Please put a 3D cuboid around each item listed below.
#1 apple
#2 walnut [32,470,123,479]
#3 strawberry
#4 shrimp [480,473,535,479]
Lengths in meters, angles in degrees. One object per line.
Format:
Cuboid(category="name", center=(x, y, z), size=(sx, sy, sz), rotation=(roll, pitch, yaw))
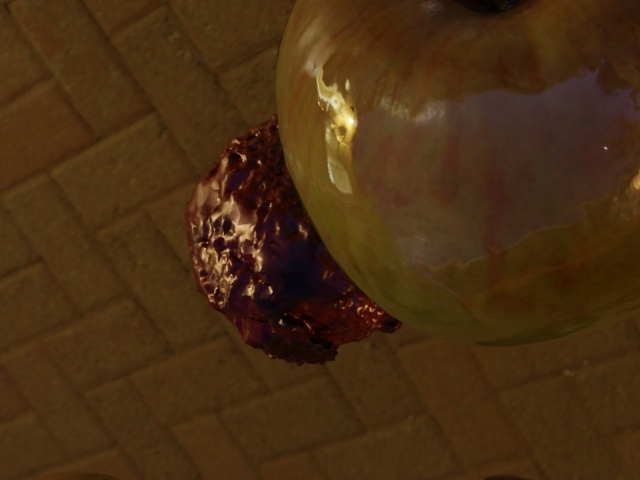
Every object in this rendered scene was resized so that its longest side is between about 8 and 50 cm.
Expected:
Cuboid(category="apple", center=(0.100, -0.066, 0.547), size=(0.261, 0.261, 0.194), rotation=(4, 140, 20))
Cuboid(category="walnut", center=(-0.164, 0.187, 0.675), size=(0.211, 0.167, 0.087), rotation=(-27, 95, 54))
Cuboid(category="strawberry", center=(0.000, 0.000, 1.142), size=(0.274, 0.220, 0.274), rotation=(-2, 101, -12))
Cuboid(category="shrimp", center=(0.240, 0.319, 0.946), size=(0.247, 0.360, 0.085), rotation=(18, 112, -24))
